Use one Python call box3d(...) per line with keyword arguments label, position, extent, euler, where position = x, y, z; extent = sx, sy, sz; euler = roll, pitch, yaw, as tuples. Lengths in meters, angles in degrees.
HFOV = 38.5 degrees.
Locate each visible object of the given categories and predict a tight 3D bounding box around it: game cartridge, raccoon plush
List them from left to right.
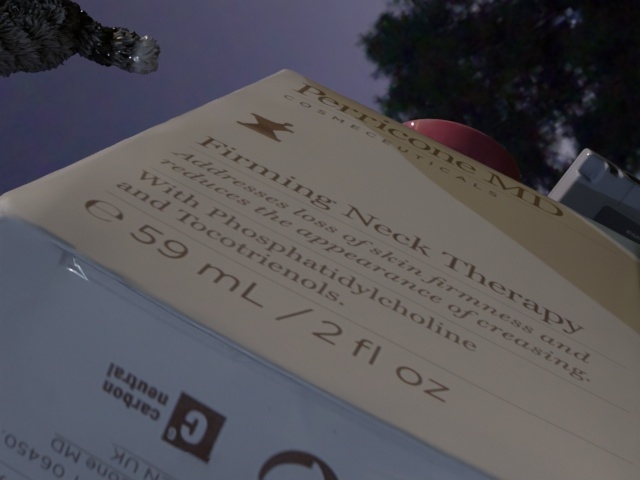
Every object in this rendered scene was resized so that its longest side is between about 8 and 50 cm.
box3d(label="raccoon plush", position=(-0.551, -0.348, 1.682), extent=(0.446, 0.216, 0.299), euler=(14, -127, 6))
box3d(label="game cartridge", position=(0.364, 0.043, 1.069), extent=(0.294, 0.196, 0.060), euler=(30, -162, -14))

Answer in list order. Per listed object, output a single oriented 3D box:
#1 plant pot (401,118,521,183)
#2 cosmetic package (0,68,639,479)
box3d(label="plant pot", position=(0.148, -0.029, 1.216), extent=(0.201, 0.201, 0.180), euler=(41, -124, -30))
box3d(label="cosmetic package", position=(-0.006, 0.125, 0.602), extent=(0.329, 0.327, 0.394), euler=(27, -156, 6))
